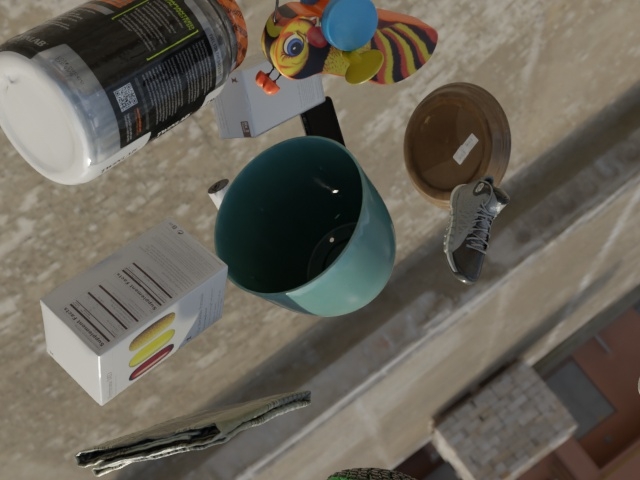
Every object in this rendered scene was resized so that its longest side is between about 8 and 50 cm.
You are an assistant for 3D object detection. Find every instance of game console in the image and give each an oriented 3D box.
[{"bbox_3d":[0.002,-0.234,1.946,0.071,0.122,0.107,-16,-176,-2],"label":"game console"}]

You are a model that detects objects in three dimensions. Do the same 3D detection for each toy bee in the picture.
[{"bbox_3d":[-0.009,-0.253,1.155,0.162,0.298,0.195,-62,-167,18],"label":"toy bee"}]

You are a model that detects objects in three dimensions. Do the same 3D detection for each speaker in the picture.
[{"bbox_3d":[-0.189,-0.065,1.992,0.055,0.055,0.136,-34,117,-9],"label":"speaker"}]

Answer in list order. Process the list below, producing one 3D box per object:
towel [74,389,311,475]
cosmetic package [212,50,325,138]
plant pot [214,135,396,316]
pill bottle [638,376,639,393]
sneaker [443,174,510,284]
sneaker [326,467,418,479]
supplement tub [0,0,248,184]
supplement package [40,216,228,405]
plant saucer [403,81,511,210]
[{"bbox_3d":[-0.210,0.331,1.583,0.312,0.056,0.324,-17,174,27],"label":"towel"},{"bbox_3d":[-0.089,-0.262,1.583,0.085,0.117,0.231,2,-158,34],"label":"cosmetic package"},{"bbox_3d":[0.000,0.000,1.616,0.293,0.293,0.235,-40,142,8],"label":"plant pot"},{"bbox_3d":[0.655,0.315,1.645,0.117,0.117,0.208,-36,118,-6],"label":"pill bottle"},{"bbox_3d":[0.314,-0.034,1.810,0.086,0.229,0.132,22,146,-29],"label":"sneaker"},{"bbox_3d":[0.154,0.522,1.699,0.134,0.343,0.146,16,94,-65],"label":"sneaker"},{"bbox_3d":[-0.250,-0.224,1.195,0.316,0.193,0.194,-41,167,-37],"label":"supplement tub"},{"bbox_3d":[-0.274,0.102,1.374,0.244,0.134,0.139,-37,154,-34],"label":"supplement package"},{"bbox_3d":[0.282,-0.203,1.983,0.041,0.278,0.278,-2,141,-47],"label":"plant saucer"}]
